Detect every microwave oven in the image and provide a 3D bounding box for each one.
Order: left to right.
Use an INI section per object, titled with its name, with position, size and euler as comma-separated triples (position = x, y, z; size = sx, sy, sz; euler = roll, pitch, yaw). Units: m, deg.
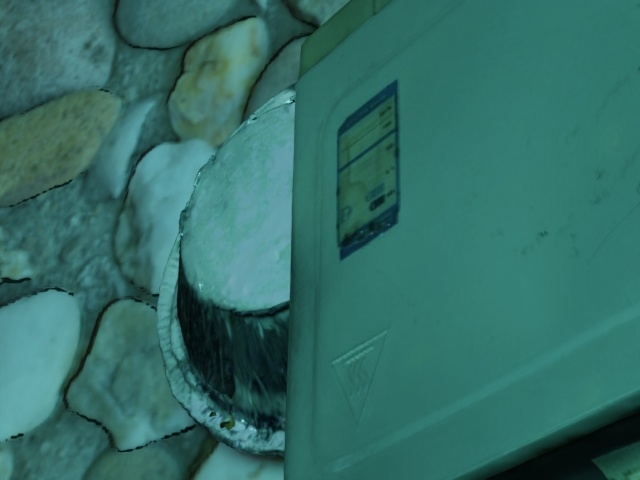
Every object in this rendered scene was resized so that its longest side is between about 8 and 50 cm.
[microwave oven]
position = 0.170, -0.021, 0.599
size = 0.355, 0.218, 0.286
euler = -36, 44, 45

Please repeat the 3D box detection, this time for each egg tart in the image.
[egg tart]
position = 0.000, 0.000, 0.844
size = 0.234, 0.094, 0.234
euler = -16, 57, 26
